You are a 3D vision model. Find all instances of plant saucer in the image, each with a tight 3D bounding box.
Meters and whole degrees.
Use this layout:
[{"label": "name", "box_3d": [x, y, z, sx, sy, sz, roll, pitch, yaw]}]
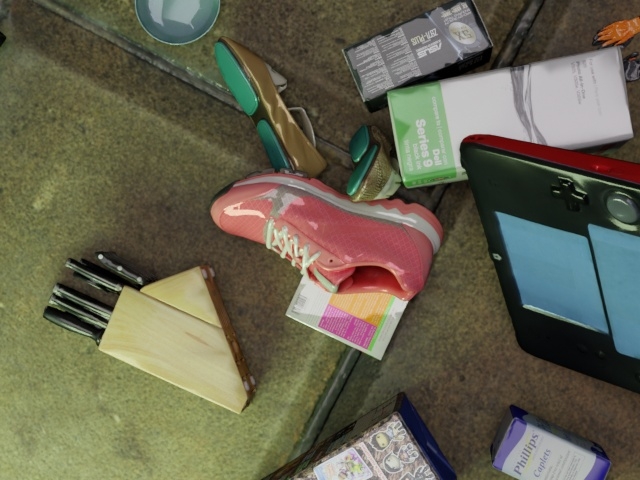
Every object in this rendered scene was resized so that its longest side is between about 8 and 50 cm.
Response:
[{"label": "plant saucer", "box_3d": [-0.195, -0.328, 1.889, 0.119, 0.021, 0.119, 0, 89, 4]}]

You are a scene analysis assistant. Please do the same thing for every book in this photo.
[{"label": "book", "box_3d": [0.037, 0.089, 1.860, 0.144, 0.035, 0.096, 26, 94, 6]}]

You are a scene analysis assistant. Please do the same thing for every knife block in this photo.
[{"label": "knife block", "box_3d": [-0.242, 0.135, 1.857, 0.242, 0.088, 0.276, -21, 88, 5]}]

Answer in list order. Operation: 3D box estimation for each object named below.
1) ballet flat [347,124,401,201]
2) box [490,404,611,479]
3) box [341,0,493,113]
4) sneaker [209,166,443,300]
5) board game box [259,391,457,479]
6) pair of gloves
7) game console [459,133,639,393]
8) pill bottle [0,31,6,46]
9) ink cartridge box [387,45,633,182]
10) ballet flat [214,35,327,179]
[{"label": "ballet flat", "box_3d": [0.075, -0.094, 1.779, 0.067, 0.206, 0.073, 33, 114, -12]}, {"label": "box", "box_3d": [0.297, 0.280, 1.786, 0.137, 0.126, 0.072, 24, 93, 5]}, {"label": "box", "box_3d": [0.128, -0.242, 1.796, 0.180, 0.147, 0.078, -23, 87, 4]}, {"label": "sneaker", "box_3d": [0.000, 0.000, 1.794, 0.313, 0.116, 0.136, 10, 54, 5]}, {"label": "board game box", "box_3d": [0.019, 0.338, 1.759, 0.291, 0.232, 0.141, -33, 87, 5]}, {"label": "pair of gloves", "box_3d": [0.408, -0.254, 1.839, 0.074, 0.010, 0.083, -20, 89, 5]}, {"label": "game console", "box_3d": [0.346, 0.049, 1.632, 0.342, 0.387, 0.060, 14, 52, 34]}, {"label": "pill bottle", "box_3d": [-0.529, -0.215, 1.868, 0.123, 0.123, 0.219, 36, 93, 4]}, {"label": "ink cartridge box", "box_3d": [0.239, -0.151, 1.752, 0.289, 0.211, 0.122, -10, 88, 5]}, {"label": "ballet flat", "box_3d": [-0.065, -0.179, 1.861, 0.073, 0.080, 0.232, -27, 90, -23]}]
